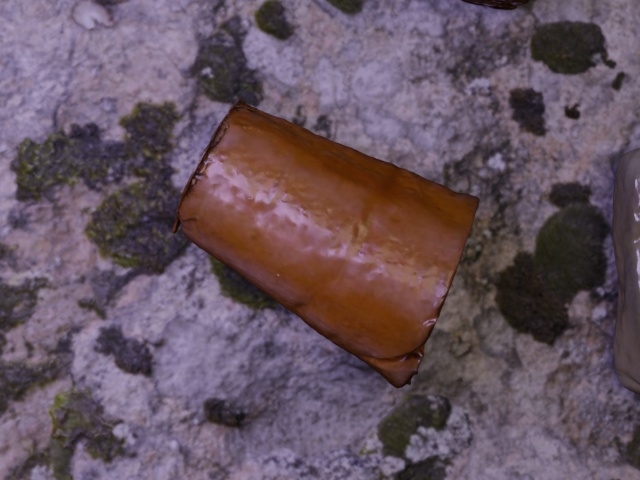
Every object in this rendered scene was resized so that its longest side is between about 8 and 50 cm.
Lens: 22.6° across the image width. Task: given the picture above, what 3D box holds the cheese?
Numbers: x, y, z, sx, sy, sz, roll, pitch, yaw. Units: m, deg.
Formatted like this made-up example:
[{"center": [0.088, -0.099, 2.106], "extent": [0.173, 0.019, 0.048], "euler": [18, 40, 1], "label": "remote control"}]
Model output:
[{"center": [0.365, 0.039, 1.575], "extent": [0.159, 0.093, 0.262], "euler": [-1, 89, -10], "label": "cheese"}]

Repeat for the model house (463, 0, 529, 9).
[{"center": [0.132, -0.326, 1.496], "extent": [0.199, 0.219, 0.229], "euler": [6, 130, -21], "label": "model house"}]

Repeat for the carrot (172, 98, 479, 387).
[{"center": [0.000, 0.000, 1.463], "extent": [0.254, 0.196, 0.196], "euler": [25, 82, -1], "label": "carrot"}]
